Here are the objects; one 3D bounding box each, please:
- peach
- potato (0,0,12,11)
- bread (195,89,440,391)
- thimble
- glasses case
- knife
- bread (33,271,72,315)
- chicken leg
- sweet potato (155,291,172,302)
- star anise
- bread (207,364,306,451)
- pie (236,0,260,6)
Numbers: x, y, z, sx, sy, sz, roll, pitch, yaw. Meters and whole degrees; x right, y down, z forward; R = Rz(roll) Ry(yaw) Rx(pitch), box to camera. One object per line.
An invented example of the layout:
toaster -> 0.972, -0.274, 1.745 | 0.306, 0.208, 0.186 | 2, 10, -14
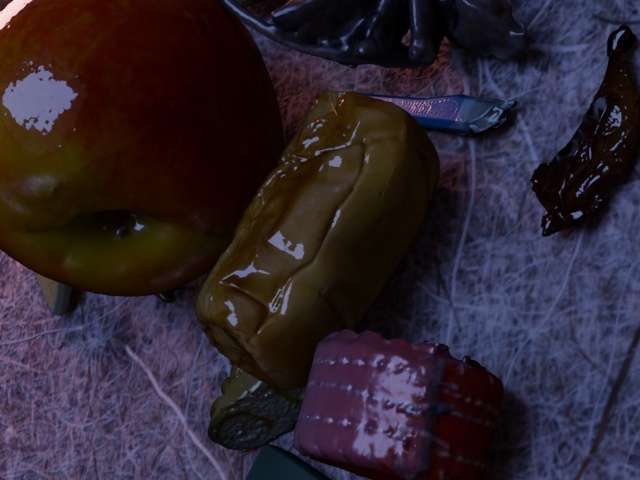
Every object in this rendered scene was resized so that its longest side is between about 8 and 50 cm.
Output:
peach -> -0.221, -0.135, 1.688 | 0.388, 0.388, 0.388 | -22, 56, 36
potato -> -0.324, -0.340, 2.039 | 0.307, 0.173, 0.210 | -55, 40, 6
bread -> 0.000, 0.000, 1.505 | 0.132, 0.167, 0.294 | 23, 69, 23
thimble -> 0.072, 0.160, 1.398 | 0.190, 0.163, 0.125 | 3, 73, 53
glasses case -> -0.008, 0.273, 1.509 | 0.184, 0.039, 0.077 | 27, 90, 48
knife -> 0.096, -0.141, 1.634 | 0.297, 0.026, 0.044 | 12, 76, 50
bread -> -0.347, -0.005, 1.966 | 0.193, 0.036, 0.112 | 56, 138, 44
chicken leg -> 0.259, -0.101, 1.432 | 0.089, 0.048, 0.219 | 25, 88, 45
sweet potato -> -0.256, -0.015, 1.887 | 0.281, 0.059, 0.067 | 39, 110, 49
star anise -> 0.085, -0.285, 1.619 | 0.316, 0.139, 0.359 | -42, 63, -12
bread -> -0.054, 0.147, 1.599 | 0.157, 0.083, 0.094 | -29, 39, 33
pie -> -0.073, -0.397, 1.885 | 0.201, 0.090, 0.248 | 32, 94, 37
